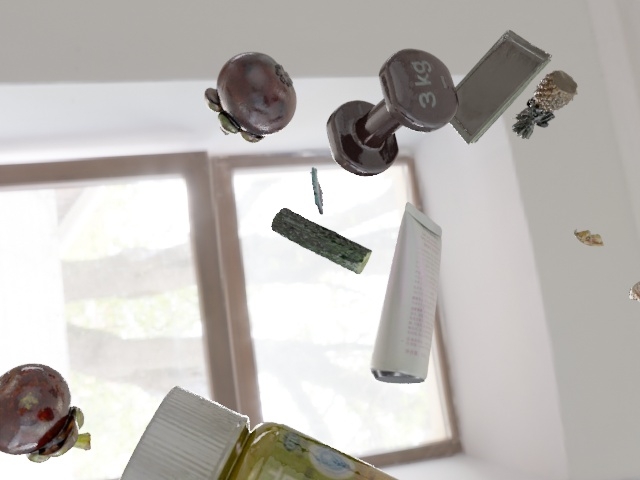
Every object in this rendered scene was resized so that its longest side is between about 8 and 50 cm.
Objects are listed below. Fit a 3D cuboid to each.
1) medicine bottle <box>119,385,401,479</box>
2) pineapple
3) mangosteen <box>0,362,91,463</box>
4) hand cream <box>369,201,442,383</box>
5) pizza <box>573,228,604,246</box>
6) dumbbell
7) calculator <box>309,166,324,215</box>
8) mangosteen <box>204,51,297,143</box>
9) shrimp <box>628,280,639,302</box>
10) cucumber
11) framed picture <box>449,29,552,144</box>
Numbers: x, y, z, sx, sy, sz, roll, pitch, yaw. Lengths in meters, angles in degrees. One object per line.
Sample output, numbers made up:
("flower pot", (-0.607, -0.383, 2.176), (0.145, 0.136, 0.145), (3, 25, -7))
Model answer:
("medicine bottle", (-0.071, 0.364, 1.234), (0.224, 0.384, 0.224), (-64, 178, -4))
("pineapple", (0.423, -0.256, 1.725), (0.159, 0.074, 0.074), (126, -44, -52))
("mangosteen", (-0.452, 0.285, 1.415), (0.156, 0.146, 0.181), (-118, -173, -61))
("hand cream", (0.184, 0.116, 1.850), (0.118, 0.185, 0.358), (1, -108, 34))
("pizza", (0.624, -0.005, 2.091), (0.016, 0.083, 0.037), (-84, -159, -52))
("dumbbell", (0.112, -0.203, 1.462), (0.225, 0.124, 0.140), (-38, -119, 56))
("calculator", (-0.008, -0.115, 2.047), (0.141, 0.019, 0.094), (71, 14, -65))
("mangosteen", (-0.147, -0.292, 1.875), (0.200, 0.200, 0.199), (175, -90, -71))
("shrimp", (0.729, 0.122, 1.745), (0.164, 0.317, 0.062), (38, -63, 47))
("cucumber", (0.000, -0.001, 1.624), (0.058, 0.187, 0.058), (-62, 173, -14))
("framed picture", (0.299, -0.270, 1.573), (0.197, 0.014, 0.252), (-48, -161, 14))
